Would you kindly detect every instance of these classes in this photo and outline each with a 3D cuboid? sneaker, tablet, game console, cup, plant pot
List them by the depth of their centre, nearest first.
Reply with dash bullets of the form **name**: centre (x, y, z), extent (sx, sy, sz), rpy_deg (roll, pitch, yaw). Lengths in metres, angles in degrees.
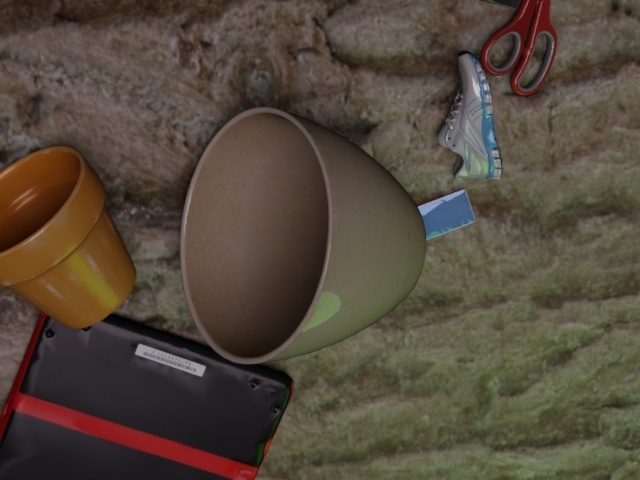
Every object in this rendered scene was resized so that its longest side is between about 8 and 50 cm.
- **cup**: centre (0.000, 0.000, 1.798), extent (0.237, 0.331, 0.331), rpy_deg (5, 111, -38)
- **plant pot**: centre (-0.348, 0.011, 1.801), extent (0.205, 0.205, 0.188), rpy_deg (-33, 125, 4)
- **sneaker**: centre (0.199, -0.167, 1.872), extent (0.083, 0.071, 0.190), rpy_deg (-11, 110, 2)
- **tablet**: centre (0.178, -0.037, 1.945), extent (0.083, 0.006, 0.054), rpy_deg (-21, 110, -1)
- **game console**: centre (-0.271, 0.290, 1.978), extent (0.387, 0.060, 0.342), rpy_deg (20, 100, -15)

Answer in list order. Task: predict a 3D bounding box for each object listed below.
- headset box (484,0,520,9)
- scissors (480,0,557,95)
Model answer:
- **headset box**: centre (0.199, -0.417, 1.664), extent (0.110, 0.293, 0.218), rpy_deg (14, 106, -12)
- **scissors**: centre (0.308, -0.347, 1.852), extent (0.109, 0.021, 0.297), rpy_deg (18, 99, -22)
